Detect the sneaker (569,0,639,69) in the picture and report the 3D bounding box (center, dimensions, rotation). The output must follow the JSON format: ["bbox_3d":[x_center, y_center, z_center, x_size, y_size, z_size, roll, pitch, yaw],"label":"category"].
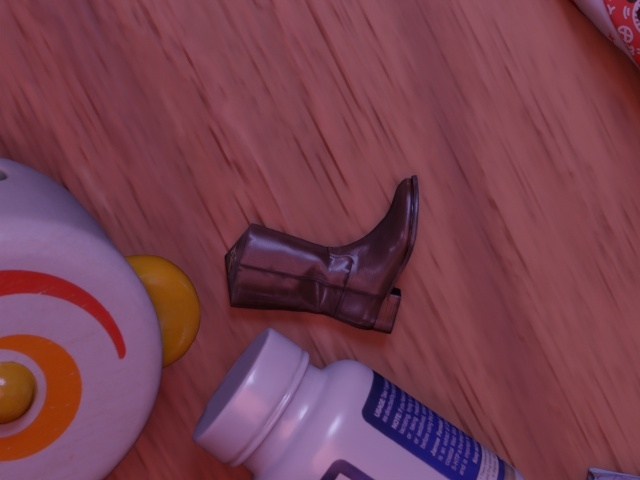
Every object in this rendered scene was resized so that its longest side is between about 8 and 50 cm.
[{"bbox_3d":[0.232,-0.124,0.830,0.090,0.145,0.270,-36,97,0],"label":"sneaker"}]

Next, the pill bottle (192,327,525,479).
[{"bbox_3d":[0.022,0.139,0.859,0.186,0.112,0.112,36,92,-7],"label":"pill bottle"}]

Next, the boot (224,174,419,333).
[{"bbox_3d":[0.000,0.000,0.883,0.114,0.037,0.106,13,93,-1],"label":"boot"}]

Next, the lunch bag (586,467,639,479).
[{"bbox_3d":[0.211,0.191,0.910,0.083,0.053,0.071,8,93,4],"label":"lunch bag"}]

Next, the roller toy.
[{"bbox_3d":[-0.191,0.060,0.788,0.209,0.146,0.191,29,97,-34],"label":"roller toy"}]
